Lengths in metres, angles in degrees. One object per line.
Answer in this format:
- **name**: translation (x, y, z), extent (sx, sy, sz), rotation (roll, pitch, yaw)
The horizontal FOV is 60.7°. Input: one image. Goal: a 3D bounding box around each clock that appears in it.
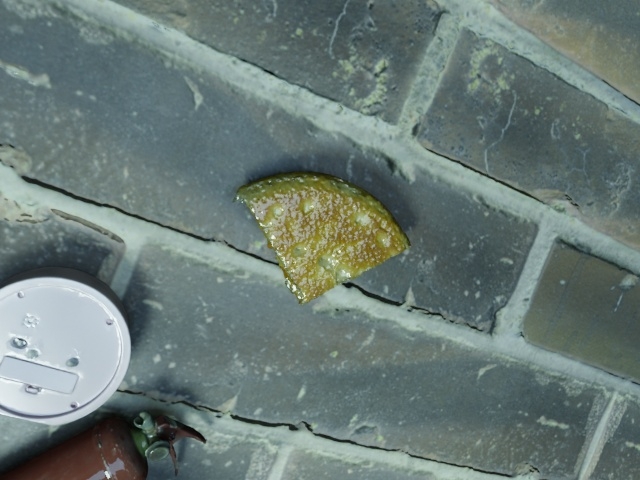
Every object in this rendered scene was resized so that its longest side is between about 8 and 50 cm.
- **clock**: translation (-0.351, 0.136, 0.712), extent (0.196, 0.068, 0.197), rotation (-4, 101, -19)

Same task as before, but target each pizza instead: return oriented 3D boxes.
- **pizza**: translation (0.000, 0.000, 0.822), extent (0.292, 0.058, 0.197), rotation (13, 96, -20)

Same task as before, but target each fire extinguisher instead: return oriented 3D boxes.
- **fire extinguisher**: translation (-0.324, 0.335, 0.746), extent (0.337, 0.106, 0.147), rotation (-25, 132, -14)
